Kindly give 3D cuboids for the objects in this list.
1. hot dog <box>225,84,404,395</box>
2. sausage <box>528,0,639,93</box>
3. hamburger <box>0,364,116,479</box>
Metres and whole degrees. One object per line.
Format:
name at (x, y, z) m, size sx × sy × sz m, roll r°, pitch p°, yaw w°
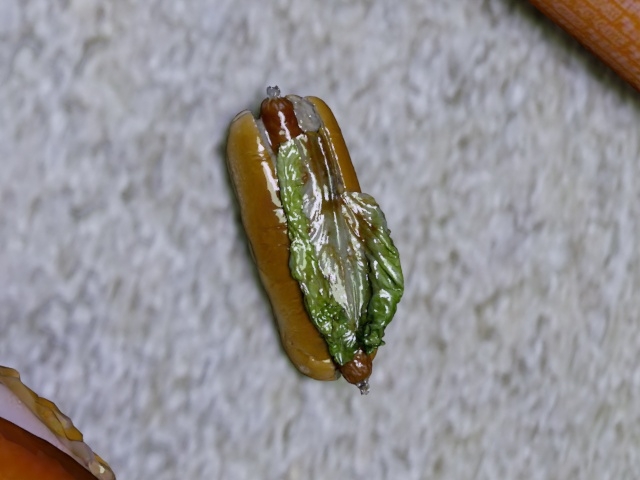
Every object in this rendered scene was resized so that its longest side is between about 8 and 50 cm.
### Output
hot dog at (0.000, 0.000, 0.559) m, size 0.056 × 0.041 × 0.133 m, roll -18°, pitch 97°, yaw -19°
sausage at (0.093, -0.143, 0.578) m, size 0.234 × 0.071 × 0.071 m, roll 35°, pitch 79°, yaw -19°
hamburger at (-0.183, 0.168, 0.382) m, size 0.330 × 0.250 × 0.330 m, roll -1°, pitch 93°, yaw -25°
